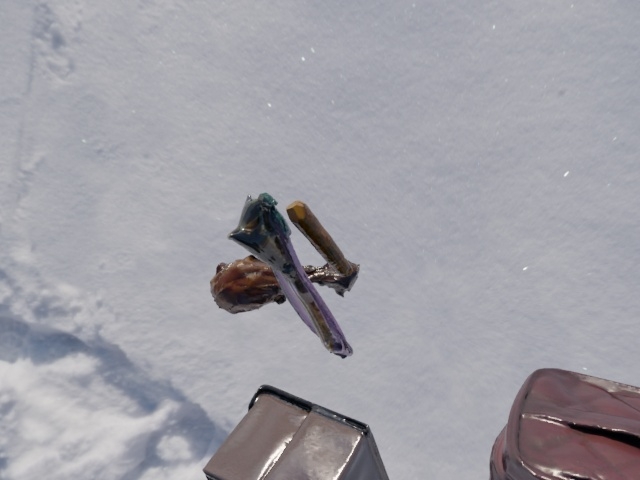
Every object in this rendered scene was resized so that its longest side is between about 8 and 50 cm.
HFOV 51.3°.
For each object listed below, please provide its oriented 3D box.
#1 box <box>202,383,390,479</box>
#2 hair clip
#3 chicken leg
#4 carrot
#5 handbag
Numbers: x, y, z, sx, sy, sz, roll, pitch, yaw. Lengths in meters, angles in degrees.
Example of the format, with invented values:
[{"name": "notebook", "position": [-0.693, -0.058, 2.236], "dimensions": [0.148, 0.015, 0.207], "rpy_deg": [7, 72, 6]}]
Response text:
[{"name": "box", "position": [-0.012, 0.347, 0.875], "dimensions": [0.188, 0.252, 0.153], "rpy_deg": [12, 44, 34]}, {"name": "hair clip", "position": [-0.045, 0.071, 1.100], "dimensions": [0.110, 0.359, 0.096], "rpy_deg": [-12, 41, 25]}, {"name": "chicken leg", "position": [-0.068, 0.076, 1.328], "dimensions": [0.304, 0.093, 0.113], "rpy_deg": [-7, 87, -6]}, {"name": "carrot", "position": [0.000, 0.000, 1.185], "dimensions": [0.042, 0.042, 0.171], "rpy_deg": [-37, 113, 4]}, {"name": "handbag", "position": [0.229, 0.179, 0.447], "dimensions": [0.225, 0.146, 0.135], "rpy_deg": [12, 115, 24]}]
